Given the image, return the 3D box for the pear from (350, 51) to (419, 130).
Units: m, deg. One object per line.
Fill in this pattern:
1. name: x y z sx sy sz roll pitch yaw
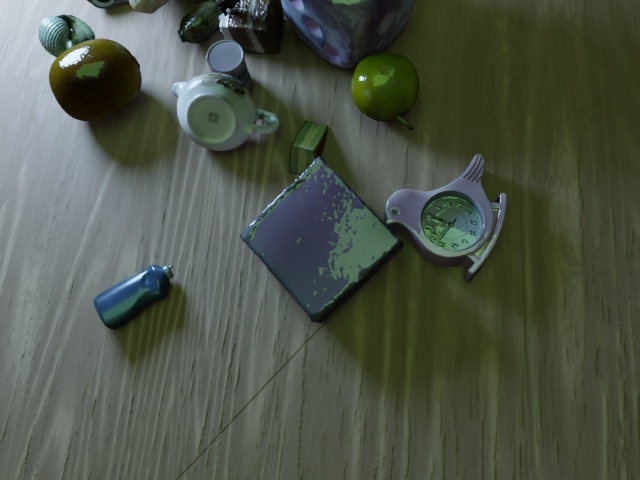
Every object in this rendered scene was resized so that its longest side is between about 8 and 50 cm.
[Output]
1. pear: 0.174 -0.376 1.595 0.180 0.166 0.216 -23 94 -17

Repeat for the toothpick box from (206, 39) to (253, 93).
1. toothpick box: -0.239 -0.447 1.639 0.098 0.149 0.099 -1 72 4

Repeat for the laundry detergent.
1. laundry detergent: -0.446 0.127 1.510 0.206 0.061 0.097 -34 64 -8

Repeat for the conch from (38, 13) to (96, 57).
1. conch: -0.712 -0.567 1.737 0.153 0.102 0.135 49 66 -17

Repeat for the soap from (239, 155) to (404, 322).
1. soap: 0.000 0.000 1.473 0.285 0.107 0.296 -42 74 2

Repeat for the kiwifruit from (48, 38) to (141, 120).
1. kiwifruit: -0.591 -0.427 1.637 0.233 0.196 0.196 -24 72 -9

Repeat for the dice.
1. dice: 0.074 -0.647 1.621 0.271 0.270 0.270 40 79 15

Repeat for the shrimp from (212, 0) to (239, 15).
1. shrimp: -0.182 -0.666 1.543 0.178 0.289 0.075 -44 105 -20

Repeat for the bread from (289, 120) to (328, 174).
1. bread: -0.030 -0.245 1.631 0.073 0.084 0.139 12 42 8

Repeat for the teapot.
1. teapot: -0.255 -0.331 1.596 0.297 0.204 0.139 21 29 -7

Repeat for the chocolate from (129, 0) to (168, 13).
1. chocolate: -0.460 -0.758 1.736 0.134 0.134 0.310 7 54 6

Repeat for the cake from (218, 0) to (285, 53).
1. cake: -0.189 -0.601 1.702 0.147 0.134 0.135 1 74 16

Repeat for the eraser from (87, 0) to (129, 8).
1. eraser: -0.634 -0.836 1.827 0.171 0.087 0.291 -14 71 -7

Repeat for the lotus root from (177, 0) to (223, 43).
1. lotus root: -0.327 -0.616 1.738 0.179 0.081 0.089 -42 52 -15

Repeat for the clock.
1. clock: 0.317 -0.086 1.520 0.275 0.080 0.290 26 75 11

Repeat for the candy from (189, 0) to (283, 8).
1. candy: -0.237 -0.763 1.731 0.320 0.179 0.135 7 74 7
